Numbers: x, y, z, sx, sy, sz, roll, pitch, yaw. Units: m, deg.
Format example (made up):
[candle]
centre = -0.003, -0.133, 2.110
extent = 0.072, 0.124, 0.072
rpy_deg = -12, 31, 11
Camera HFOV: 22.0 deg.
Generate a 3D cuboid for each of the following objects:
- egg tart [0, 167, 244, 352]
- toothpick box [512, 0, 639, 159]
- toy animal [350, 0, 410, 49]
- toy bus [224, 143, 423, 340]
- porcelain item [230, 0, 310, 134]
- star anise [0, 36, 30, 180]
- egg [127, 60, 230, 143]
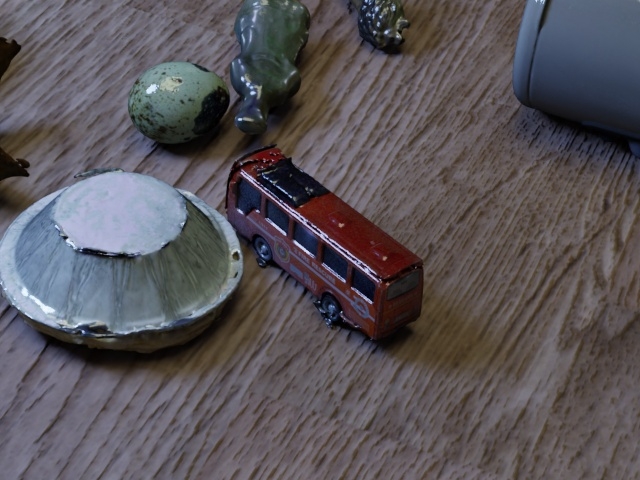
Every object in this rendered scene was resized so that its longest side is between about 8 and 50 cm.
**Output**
[egg tart]
centre = -0.185, 0.005, 1.518
extent = 0.234, 0.094, 0.234
rpy_deg = 2, 38, -2
[toothpick box]
centre = 0.373, -0.186, 1.708
extent = 0.316, 0.229, 0.229
rpy_deg = 20, 43, 16
[toy animal]
centre = 0.060, -0.305, 1.910
extent = 0.069, 0.086, 0.220
rpy_deg = 32, 24, -29
[toy bus]
centre = 0.000, 0.000, 1.536
extent = 0.073, 0.096, 0.235
rpy_deg = -25, 49, -33
[porcelain item]
centre = -0.058, -0.180, 1.760
extent = 0.081, 0.069, 0.216
rpy_deg = 21, 39, -13
[star anise]
centre = -0.422, -0.098, 1.581
extent = 0.237, 0.148, 0.346
rpy_deg = 25, 34, 27
[egg]
centre = -0.145, -0.143, 1.699
extent = 0.110, 0.085, 0.085
rpy_deg = -5, 40, -27
